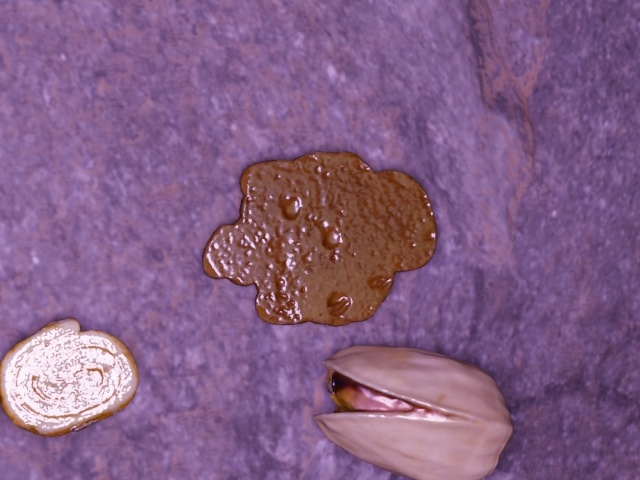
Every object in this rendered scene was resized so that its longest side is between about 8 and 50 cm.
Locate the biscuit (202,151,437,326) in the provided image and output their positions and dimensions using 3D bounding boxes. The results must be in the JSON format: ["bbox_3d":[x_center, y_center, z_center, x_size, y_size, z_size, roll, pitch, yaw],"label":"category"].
[{"bbox_3d":[0.000,0.000,1.261,0.290,0.041,0.208,-9,89,-15],"label":"biscuit"}]

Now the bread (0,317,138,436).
[{"bbox_3d":[-0.278,0.149,1.161,0.149,0.073,0.122,-23,92,-15],"label":"bread"}]

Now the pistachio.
[{"bbox_3d":[0.106,0.200,1.226,0.229,0.157,0.157,14,84,-2],"label":"pistachio"}]
